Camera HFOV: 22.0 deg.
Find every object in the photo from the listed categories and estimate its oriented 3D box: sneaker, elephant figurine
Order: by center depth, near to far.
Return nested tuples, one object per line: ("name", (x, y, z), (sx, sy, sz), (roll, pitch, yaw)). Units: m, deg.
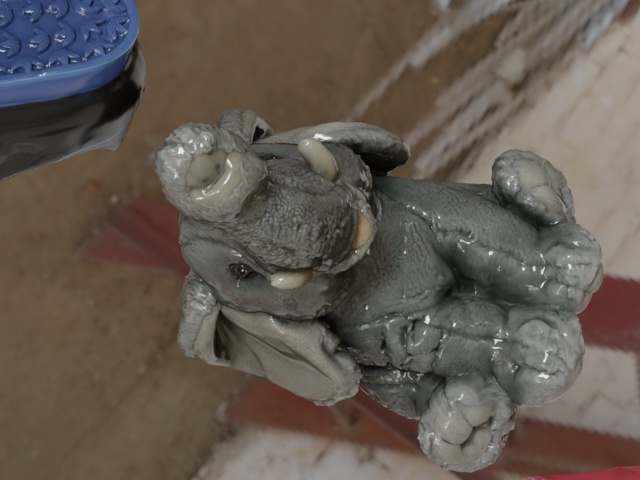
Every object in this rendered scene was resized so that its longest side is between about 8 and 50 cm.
("sneaker", (-0.188, -0.055, 0.690), (0.232, 0.081, 0.090), (-6, 149, -9))
("elephant figurine", (0.000, 0.000, 0.785), (0.239, 0.169, 0.186), (19, 130, -23))

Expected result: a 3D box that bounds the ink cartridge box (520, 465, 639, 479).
("ink cartridge box", (0.188, 0.271, 0.459), (0.160, 0.385, 0.279), (3, 110, -36))
